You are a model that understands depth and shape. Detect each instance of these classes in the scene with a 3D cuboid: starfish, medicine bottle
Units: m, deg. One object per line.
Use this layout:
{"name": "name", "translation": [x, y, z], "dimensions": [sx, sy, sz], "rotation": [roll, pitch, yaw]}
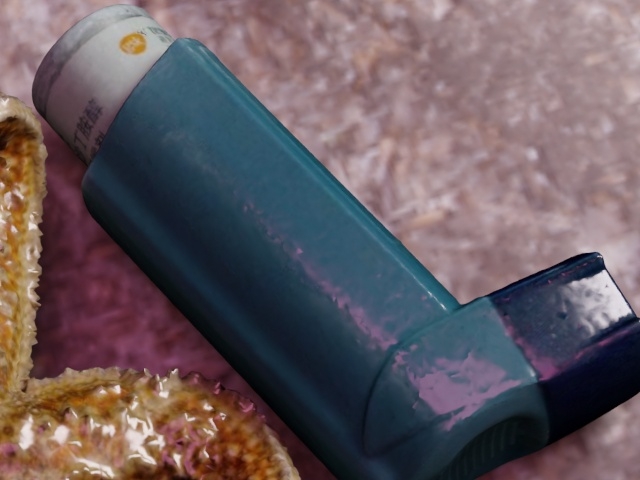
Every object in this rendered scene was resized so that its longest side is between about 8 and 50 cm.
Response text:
{"name": "starfish", "translation": [-0.167, 0.102, 0.631], "dimensions": [0.312, 0.113, 0.303], "rotation": [41, 73, 15]}
{"name": "medicine bottle", "translation": [0.000, 0.000, 0.684], "dimensions": [0.124, 0.079, 0.258], "rotation": [-43, 70, -12]}
